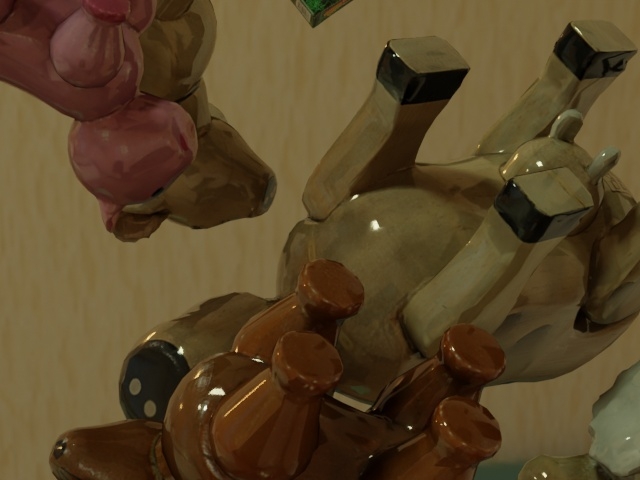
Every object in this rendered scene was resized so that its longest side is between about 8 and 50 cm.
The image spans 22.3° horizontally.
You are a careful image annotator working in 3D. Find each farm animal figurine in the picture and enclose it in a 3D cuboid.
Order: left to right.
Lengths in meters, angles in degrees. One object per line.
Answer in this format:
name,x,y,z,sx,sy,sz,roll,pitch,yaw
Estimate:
farm animal figurine,0.000,0.000,0.588,0.327,0.172,0.330,5,44,-31

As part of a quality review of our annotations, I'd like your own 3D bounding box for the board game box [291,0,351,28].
board game box,0.056,-0.309,1.424,0.260,0.136,0.030,-36,-8,-14
